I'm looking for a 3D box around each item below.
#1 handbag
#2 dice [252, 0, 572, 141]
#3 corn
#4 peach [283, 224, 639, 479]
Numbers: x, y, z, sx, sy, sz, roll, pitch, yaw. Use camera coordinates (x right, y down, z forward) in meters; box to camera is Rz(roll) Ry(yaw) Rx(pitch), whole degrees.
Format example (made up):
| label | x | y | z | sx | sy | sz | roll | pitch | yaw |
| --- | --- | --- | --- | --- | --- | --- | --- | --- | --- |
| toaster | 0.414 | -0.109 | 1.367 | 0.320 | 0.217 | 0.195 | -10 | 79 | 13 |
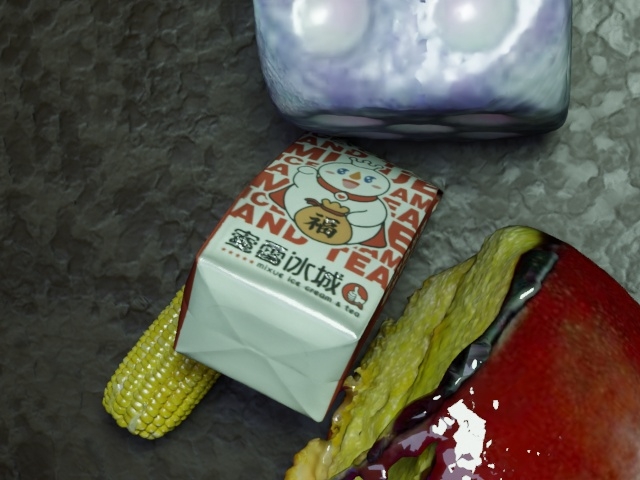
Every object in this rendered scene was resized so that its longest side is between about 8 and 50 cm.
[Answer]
| label | x | y | z | sx | sy | sz | roll | pitch | yaw |
| --- | --- | --- | --- | --- | --- | --- | --- | --- | --- |
| handbag | 0.000 | 0.000 | 1.054 | 0.171 | 0.298 | 0.151 | 26 | 139 | 5 |
| dice | 0.097 | -0.236 | 1.026 | 0.271 | 0.270 | 0.270 | 1 | 89 | 12 |
| corn | -0.129 | 0.099 | 1.159 | 0.093 | 0.093 | 0.244 | 40 | 97 | 11 |
| peach | 0.145 | 0.193 | 0.981 | 0.353 | 0.339 | 0.417 | 1 | 86 | -18 |
